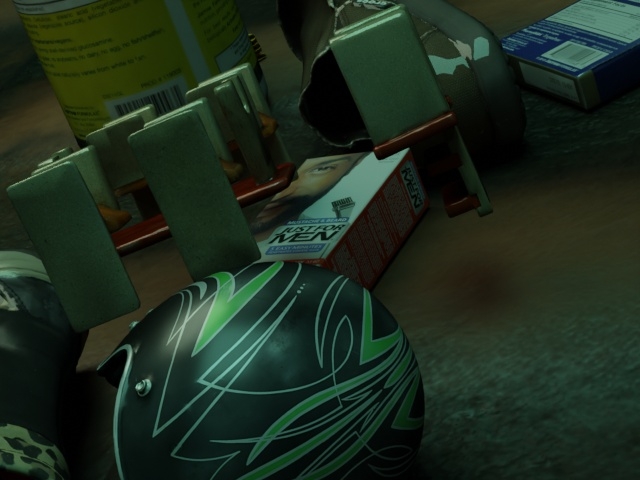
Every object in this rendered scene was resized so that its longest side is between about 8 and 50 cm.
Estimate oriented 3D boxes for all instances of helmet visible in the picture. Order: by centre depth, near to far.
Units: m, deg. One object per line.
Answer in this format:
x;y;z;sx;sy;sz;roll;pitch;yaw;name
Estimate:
-0.029;0.090;0.754;0.169;0.169;0.161;-29;10;-17;helmet

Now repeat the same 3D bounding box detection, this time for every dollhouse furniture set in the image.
-0.038;-0.035;0.920;0.259;0.135;0.262;-22;10;8;dollhouse furniture set

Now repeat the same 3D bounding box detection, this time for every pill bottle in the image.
-0.186;-0.242;1.322;0.188;0.334;0.188;-17;25;8;pill bottle

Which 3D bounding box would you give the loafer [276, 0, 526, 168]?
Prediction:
0.029;-0.154;1.217;0.130;0.133;0.366;-26;26;-11;loafer

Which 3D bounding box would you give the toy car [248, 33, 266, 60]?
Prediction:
-0.123;-0.185;1.504;0.122;0.040;0.060;-27;26;-11;toy car

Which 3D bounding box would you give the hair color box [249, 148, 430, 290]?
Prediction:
0.000;0.000;1.033;0.093;0.053;0.167;-5;29;32;hair color box

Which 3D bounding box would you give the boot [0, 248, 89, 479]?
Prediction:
-0.315;0.149;0.897;0.377;0.138;0.284;-18;25;-6;boot

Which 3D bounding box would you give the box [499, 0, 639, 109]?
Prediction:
0.267;-0.182;1.205;0.225;0.036;0.136;-29;27;-14;box
